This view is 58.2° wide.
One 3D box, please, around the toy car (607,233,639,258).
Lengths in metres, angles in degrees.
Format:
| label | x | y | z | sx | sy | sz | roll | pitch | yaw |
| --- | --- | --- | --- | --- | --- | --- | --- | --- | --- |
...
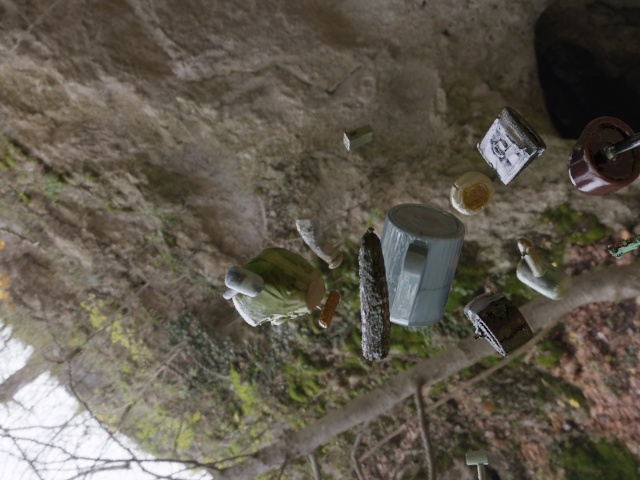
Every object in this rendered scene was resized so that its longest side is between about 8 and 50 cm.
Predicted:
| label | x | y | z | sx | sy | sz | roll | pitch | yaw |
| --- | --- | --- | --- | --- | --- | --- | --- | --- | --- |
| toy car | 1.226 | 0.019 | 2.290 | 0.073 | 0.143 | 0.054 | 23 | -132 | -40 |

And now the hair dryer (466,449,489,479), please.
| label | x | y | z | sx | sy | sz | roll | pitch | yaw |
| --- | --- | --- | --- | --- | --- | --- | --- | --- | --- |
| hair dryer | 0.442 | 0.649 | 1.595 | 0.038 | 0.063 | 0.124 | 62 | -156 | -50 |

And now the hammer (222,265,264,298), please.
| label | x | y | z | sx | sy | sz | roll | pitch | yaw |
| --- | --- | --- | --- | --- | --- | --- | --- | --- | --- |
| hammer | -0.253 | 0.141 | 1.740 | 0.116 | 0.194 | 0.070 | 25 | -121 | -20 |

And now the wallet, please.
| label | x | y | z | sx | sy | sz | roll | pitch | yaw |
| --- | --- | --- | --- | --- | --- | --- | --- | --- | --- |
| wallet | 0.547 | -0.271 | 1.691 | 0.169 | 0.052 | 0.245 | 53 | 163 | 12 |

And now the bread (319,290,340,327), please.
| label | x | y | z | sx | sy | sz | roll | pitch | yaw |
| --- | --- | --- | --- | --- | --- | --- | --- | --- | --- |
| bread | 0.037 | 0.275 | 2.307 | 0.052 | 0.044 | 0.157 | 36 | -116 | -33 |

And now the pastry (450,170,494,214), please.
| label | x | y | z | sx | sy | sz | roll | pitch | yaw |
| --- | --- | --- | --- | --- | --- | --- | --- | --- | --- |
| pastry | 0.519 | -0.166 | 1.978 | 0.156 | 0.156 | 0.092 | 48 | -172 | -28 |

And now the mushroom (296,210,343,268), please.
| label | x | y | z | sx | sy | sz | roll | pitch | yaw |
| --- | --- | --- | --- | --- | --- | --- | --- | --- | --- |
| mushroom | -0.003 | 0.003 | 2.032 | 0.223 | 0.092 | 0.081 | 57 | -163 | -8 |

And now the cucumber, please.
| label | x | y | z | sx | sy | sz | roll | pitch | yaw |
| --- | --- | --- | --- | --- | --- | --- | --- | --- | --- |
| cucumber | 0.111 | 0.114 | 1.197 | 0.067 | 0.067 | 0.294 | -87 | -7 | -66 |

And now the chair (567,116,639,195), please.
| label | x | y | z | sx | sy | sz | roll | pitch | yaw |
| --- | --- | --- | --- | --- | --- | --- | --- | --- | --- |
| chair | 0.872 | -0.277 | 1.552 | 0.227 | 0.226 | 0.401 | 56 | 159 | 1 |

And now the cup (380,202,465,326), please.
| label | x | y | z | sx | sy | sz | roll | pitch | yaw |
| --- | --- | --- | --- | --- | --- | --- | --- | --- | --- |
| cup | 0.273 | 0.076 | 1.772 | 0.331 | 0.311 | 0.256 | -19 | -141 | -42 |

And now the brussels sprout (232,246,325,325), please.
| label | x | y | z | sx | sy | sz | roll | pitch | yaw |
| --- | --- | --- | --- | --- | --- | --- | --- | --- | --- |
| brussels sprout | -0.175 | 0.187 | 2.254 | 0.276 | 0.371 | 0.315 | -26 | -77 | -60 |

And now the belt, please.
| label | x | y | z | sx | sy | sz | roll | pitch | yaw |
| --- | --- | --- | --- | --- | --- | --- | --- | --- | --- |
| belt | 0.579 | 0.279 | 1.920 | 0.184 | 0.164 | 0.289 | 53 | -178 | -3 |

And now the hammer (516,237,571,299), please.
| label | x | y | z | sx | sy | sz | roll | pitch | yaw |
| --- | --- | --- | --- | --- | --- | --- | --- | --- | --- |
| hammer | 0.752 | 0.083 | 2.003 | 0.202 | 0.113 | 0.305 | 35 | 173 | 47 |

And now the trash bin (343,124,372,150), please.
| label | x | y | z | sx | sy | sz | roll | pitch | yaw |
| --- | --- | --- | --- | --- | --- | --- | --- | --- | --- |
| trash bin | 0.128 | -0.352 | 1.955 | 0.043 | 0.092 | 0.061 | 60 | 168 | 27 |
